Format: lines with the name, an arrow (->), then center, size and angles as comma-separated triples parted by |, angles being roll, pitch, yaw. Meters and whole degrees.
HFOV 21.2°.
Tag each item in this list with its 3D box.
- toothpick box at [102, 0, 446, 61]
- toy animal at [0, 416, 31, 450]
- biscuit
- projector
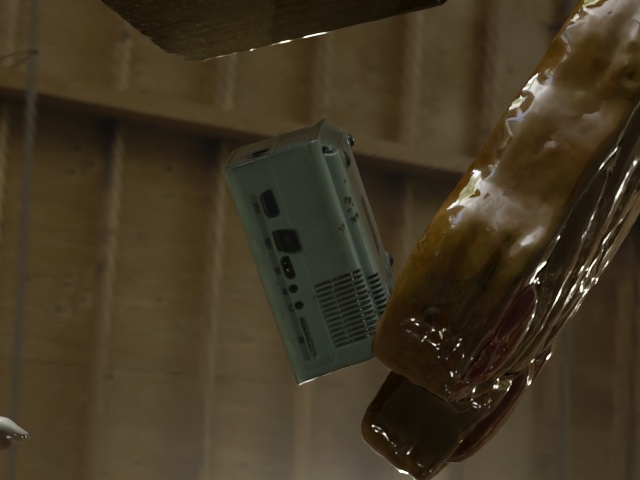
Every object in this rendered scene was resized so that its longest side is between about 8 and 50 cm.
toothpick box -> -0.031, -0.278, 0.882 | 0.187, 0.190, 0.308 | 36, -126, -41
toy animal -> -0.288, 0.152, 1.250 | 0.124, 0.085, 0.071 | -39, -106, -9
biscuit -> 0.131, -0.034, 0.863 | 0.074, 0.359, 0.381 | 28, -143, 10
projector -> 0.000, 0.000, 0.868 | 0.061, 0.147, 0.115 | -17, -83, 4
